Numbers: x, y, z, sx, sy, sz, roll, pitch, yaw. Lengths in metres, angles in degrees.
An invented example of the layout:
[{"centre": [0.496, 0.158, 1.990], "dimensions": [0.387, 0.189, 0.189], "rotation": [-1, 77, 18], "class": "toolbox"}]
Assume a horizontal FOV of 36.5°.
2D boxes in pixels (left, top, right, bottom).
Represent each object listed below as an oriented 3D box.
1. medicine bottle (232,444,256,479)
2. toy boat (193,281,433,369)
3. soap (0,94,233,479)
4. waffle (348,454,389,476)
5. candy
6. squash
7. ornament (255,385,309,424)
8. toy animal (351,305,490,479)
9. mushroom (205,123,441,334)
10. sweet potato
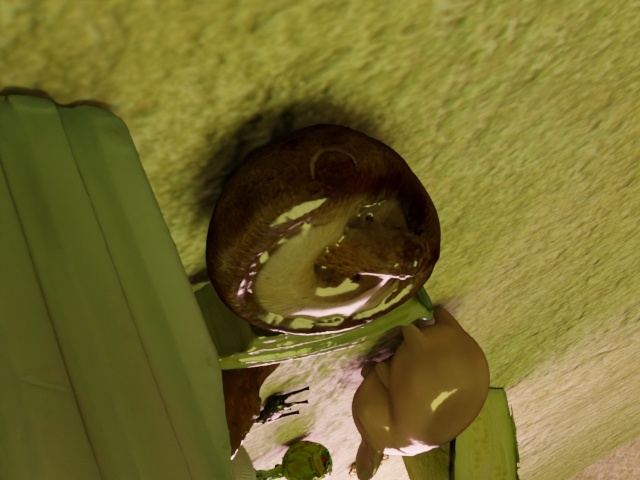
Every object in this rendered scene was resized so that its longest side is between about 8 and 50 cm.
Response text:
[{"centre": [-0.222, 0.279, 1.113], "dimensions": [0.190, 0.190, 0.332], "rotation": [-31, 152, 12], "class": "medicine bottle"}, {"centre": [0.001, 0.056, 0.988], "dimensions": [0.276, 0.111, 0.084], "rotation": [-8, 148, -29], "class": "toy boat"}, {"centre": [-0.177, 0.066, 0.592], "dimensions": [0.208, 0.347, 0.115], "rotation": [2, 141, -44], "class": "soap"}, {"centre": [0.091, 0.424, 1.839], "dimensions": [0.085, 0.016, 0.078], "rotation": [-22, 153, -5], "class": "waffle"}, {"centre": [-0.107, 0.385, 1.562], "dimensions": [0.262, 0.077, 0.073], "rotation": [-18, 175, 4], "class": "candy"}, {"centre": [0.273, 0.443, 1.700], "dimensions": [0.210, 0.309, 0.233], "rotation": [-39, 150, 25], "class": "squash"}, {"centre": [-0.077, 0.238, 1.346], "dimensions": [0.125, 0.028, 0.073], "rotation": [-8, 150, -33], "class": "ornament"}, {"centre": [0.135, 0.212, 1.340], "dimensions": [0.166, 0.154, 0.250], "rotation": [-17, 156, -34], "class": "toy animal"}, {"centre": [-0.002, -0.012, 0.858], "dimensions": [0.194, 0.138, 0.231], "rotation": [-19, 145, 18], "class": "mushroom"}, {"centre": [-0.119, 0.183, 0.992], "dimensions": [0.354, 0.095, 0.106], "rotation": [-53, 169, -48], "class": "sweet potato"}]
